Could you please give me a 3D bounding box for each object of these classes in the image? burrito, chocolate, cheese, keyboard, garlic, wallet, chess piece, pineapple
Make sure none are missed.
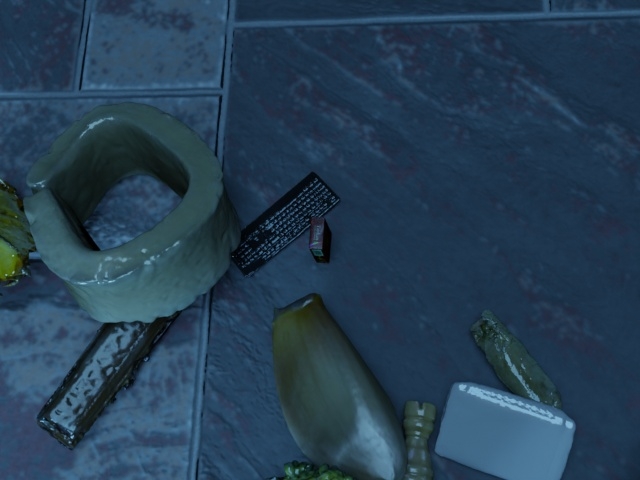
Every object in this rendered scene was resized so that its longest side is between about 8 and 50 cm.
[{"bbox_3d":[0.285,0.186,1.299,0.058,0.045,0.188,-40,74,11],"label":"burrito"},{"bbox_3d":[-0.317,0.165,1.377,0.102,0.065,0.329,32,78,16],"label":"chocolate"},{"bbox_3d":[-0.296,-0.049,1.359,0.292,0.153,0.332,-36,56,-15],"label":"cheese"},{"bbox_3d":[-0.064,-0.028,1.428,0.196,0.015,0.074,-40,72,-6],"label":"keyboard"},{"bbox_3d":[0.017,0.224,1.288,0.143,0.112,0.318,-38,69,21],"label":"garlic"},{"bbox_3d":[0.261,0.276,1.265,0.183,0.032,0.124,16,100,11],"label":"wallet"},{"bbox_3d":[0.137,0.294,1.276,0.066,0.066,0.122,9,71,10],"label":"chess piece"},{"bbox_3d":[-0.537,-0.022,1.405,0.114,0.186,0.236,-43,52,13],"label":"pineapple"}]

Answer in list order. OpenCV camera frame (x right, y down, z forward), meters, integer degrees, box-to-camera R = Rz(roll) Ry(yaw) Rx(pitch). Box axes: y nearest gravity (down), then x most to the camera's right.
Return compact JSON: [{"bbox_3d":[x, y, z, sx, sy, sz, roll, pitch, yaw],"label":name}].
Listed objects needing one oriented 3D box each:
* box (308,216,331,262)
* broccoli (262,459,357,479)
[{"bbox_3d":[0.000,0.000,1.375,0.023,0.082,0.051,3,73,10],"label":"box"},{"bbox_3d":[-0.012,0.426,1.148,0.263,0.243,0.247,16,115,34],"label":"broccoli"}]
